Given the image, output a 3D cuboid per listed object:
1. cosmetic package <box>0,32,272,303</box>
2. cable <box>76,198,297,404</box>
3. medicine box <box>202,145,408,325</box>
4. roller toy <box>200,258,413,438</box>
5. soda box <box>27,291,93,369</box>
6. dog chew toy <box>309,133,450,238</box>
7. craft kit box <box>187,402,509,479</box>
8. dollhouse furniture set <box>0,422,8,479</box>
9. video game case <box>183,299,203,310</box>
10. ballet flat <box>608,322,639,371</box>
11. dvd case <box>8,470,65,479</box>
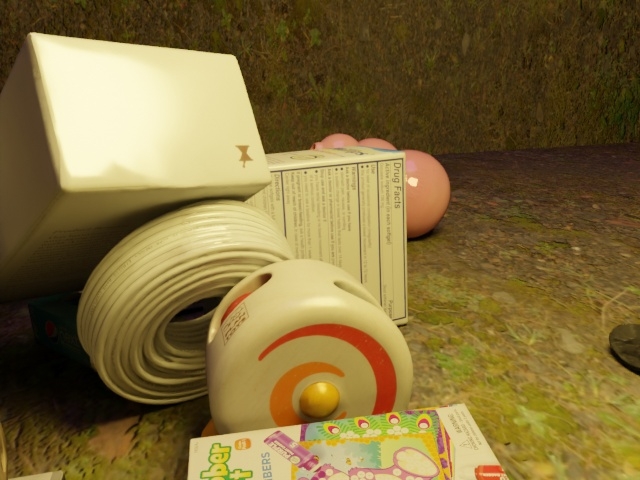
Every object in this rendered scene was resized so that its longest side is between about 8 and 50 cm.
[{"bbox_3d":[-0.291,-0.056,0.741,0.230,0.161,0.453,-8,-12,-42],"label":"cosmetic package"},{"bbox_3d":[-0.140,0.076,0.674,0.257,0.257,0.089,-16,49,-22],"label":"cable"},{"bbox_3d":[-0.027,0.005,0.881,0.289,0.263,0.149,-9,16,-21],"label":"medicine box"},{"bbox_3d":[-0.017,0.125,0.579,0.209,0.191,0.146,-6,16,-11],"label":"roller toy"},{"bbox_3d":[-0.336,0.129,0.857,0.210,0.067,0.071,10,20,38],"label":"soda box"},{"bbox_3d":[0.126,-0.135,1.331,0.332,0.206,0.206,22,7,-21],"label":"dog chew toy"},{"bbox_3d":[0.029,0.225,0.413,0.247,0.061,0.250,-8,24,-7],"label":"craft kit box"},{"bbox_3d":[-0.304,0.203,0.422,0.129,0.129,0.183,-8,40,-22],"label":"dollhouse furniture set"},{"bbox_3d":[-0.245,0.057,1.109,0.244,0.061,0.269,-11,17,-28],"label":"video game case"},{"bbox_3d":[0.420,0.149,0.718,0.049,0.057,0.173,35,2,-23],"label":"ballet flat"},{"bbox_3d":[-0.337,0.259,0.453,0.239,0.029,0.179,-5,15,-11],"label":"dvd case"}]
